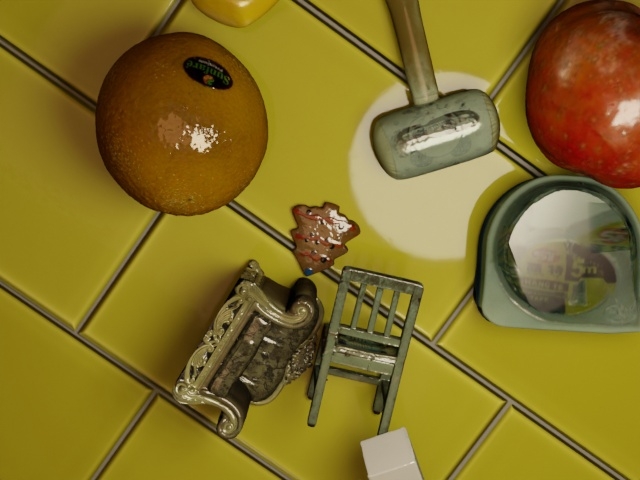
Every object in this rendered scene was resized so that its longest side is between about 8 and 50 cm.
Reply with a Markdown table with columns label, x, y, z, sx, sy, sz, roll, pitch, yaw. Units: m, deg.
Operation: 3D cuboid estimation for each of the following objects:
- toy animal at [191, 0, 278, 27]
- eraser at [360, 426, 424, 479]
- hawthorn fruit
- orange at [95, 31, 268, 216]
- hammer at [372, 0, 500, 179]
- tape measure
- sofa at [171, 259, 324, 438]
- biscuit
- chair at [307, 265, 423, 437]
| label | x | y | z | sx | sy | sz | roll | pitch | yaw |
| --- | --- | --- | --- | --- | --- | --- | --- | --- | --- |
| toy animal | -0.149 | -0.510 | 1.491 | 0.277 | 0.247 | 0.345 | -45 | 91 | 0 |
| eraser | 0.143 | 0.434 | 1.651 | 0.078 | 0.076 | 0.298 | -18 | 126 | 2 |
| hawthorn fruit | 0.445 | -0.220 | 1.523 | 0.284 | 0.284 | 0.284 | 0 | 98 | 0 |
| orange | -0.209 | -0.175 | 1.538 | 0.274 | 0.274 | 0.274 | 0 | 98 | 0 |
| hammer | 0.155 | -0.261 | 1.605 | 0.201 | 0.113 | 0.306 | -17 | 93 | 0 |
| tape measure | 0.385 | 0.025 | 1.626 | 0.259 | 0.138 | 0.262 | 3 | 98 | -1 |
| sofa | -0.096 | 0.177 | 1.621 | 0.182 | 0.200 | 0.258 | 32 | 96 | -2 |
| biscuit | 0.000 | 0.000 | 1.682 | 0.119 | 0.019 | 0.130 | 17 | 99 | -2 |
| chair | 0.068 | 0.166 | 1.641 | 0.136 | 0.147 | 0.271 | 11 | 102 | -2 |
